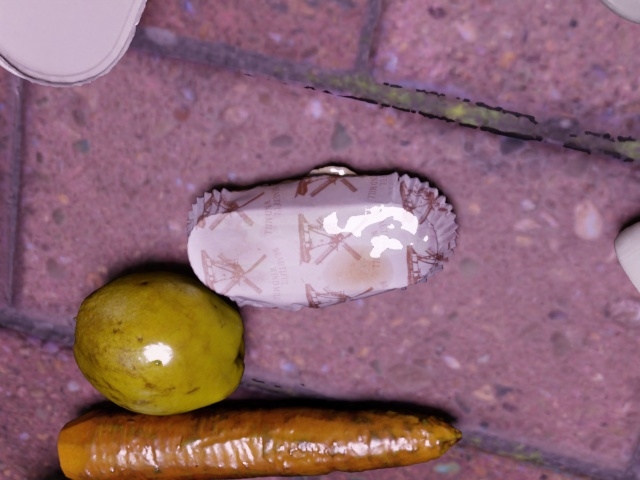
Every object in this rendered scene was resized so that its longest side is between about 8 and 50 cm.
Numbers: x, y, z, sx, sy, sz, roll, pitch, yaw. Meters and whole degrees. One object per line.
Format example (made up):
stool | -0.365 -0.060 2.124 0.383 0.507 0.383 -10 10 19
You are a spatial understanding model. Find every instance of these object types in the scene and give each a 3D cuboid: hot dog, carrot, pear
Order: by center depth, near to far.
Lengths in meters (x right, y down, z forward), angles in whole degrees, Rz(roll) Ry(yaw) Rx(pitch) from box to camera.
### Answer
hot dog | 0.000 0.000 0.647 0.192 0.053 0.099 -7 112 12
pear | -0.118 0.074 0.673 0.131 0.107 0.107 10 115 4
carrot | -0.049 0.153 0.717 0.314 0.066 0.066 -6 111 12

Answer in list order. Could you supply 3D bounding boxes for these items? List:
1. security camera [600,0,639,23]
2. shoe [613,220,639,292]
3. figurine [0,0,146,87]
security camera | 0.263 -0.237 0.480 0.301 0.080 0.157 -30 104 18
shoe | 0.310 0.069 0.590 0.265 0.095 0.110 44 113 -6
figurine | -0.195 -0.223 0.578 0.141 0.166 0.250 10 91 46
